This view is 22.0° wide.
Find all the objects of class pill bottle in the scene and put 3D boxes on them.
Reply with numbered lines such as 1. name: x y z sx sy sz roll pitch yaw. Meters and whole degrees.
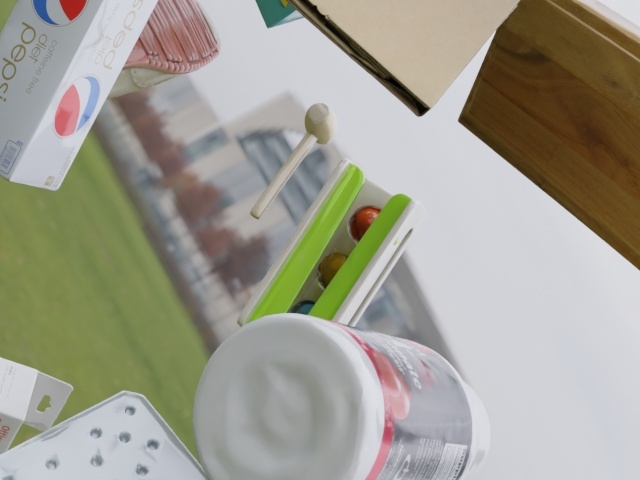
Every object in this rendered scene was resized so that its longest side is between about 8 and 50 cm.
1. pill bottle: 0.036 0.169 1.492 0.176 0.176 0.318 59 18 23

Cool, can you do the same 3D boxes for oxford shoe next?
1. oxford shoe: -0.277 -0.240 2.064 0.397 0.146 0.140 -16 78 -56

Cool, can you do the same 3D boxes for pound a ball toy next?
1. pound a ball toy: 0.000 0.000 2.260 0.208 0.319 0.136 31 -5 15

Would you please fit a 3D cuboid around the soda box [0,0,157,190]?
1. soda box: -0.192 -0.148 1.240 0.069 0.216 0.074 31 6 21

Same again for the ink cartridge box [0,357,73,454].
1. ink cartridge box: -0.373 0.171 1.730 0.115 0.198 0.067 125 -20 -49

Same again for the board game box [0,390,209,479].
1. board game box: -0.203 0.356 1.381 0.390 0.390 0.050 48 -37 21

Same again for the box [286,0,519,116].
1. box: 0.079 -0.220 1.483 0.164 0.201 0.021 41 -41 -2

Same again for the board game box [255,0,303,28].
1. board game box: 0.094 -0.403 2.174 0.336 0.254 0.079 -27 -94 55

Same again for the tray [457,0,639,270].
1. tray: 0.316 -0.131 1.816 0.076 0.202 0.411 9 23 -33
